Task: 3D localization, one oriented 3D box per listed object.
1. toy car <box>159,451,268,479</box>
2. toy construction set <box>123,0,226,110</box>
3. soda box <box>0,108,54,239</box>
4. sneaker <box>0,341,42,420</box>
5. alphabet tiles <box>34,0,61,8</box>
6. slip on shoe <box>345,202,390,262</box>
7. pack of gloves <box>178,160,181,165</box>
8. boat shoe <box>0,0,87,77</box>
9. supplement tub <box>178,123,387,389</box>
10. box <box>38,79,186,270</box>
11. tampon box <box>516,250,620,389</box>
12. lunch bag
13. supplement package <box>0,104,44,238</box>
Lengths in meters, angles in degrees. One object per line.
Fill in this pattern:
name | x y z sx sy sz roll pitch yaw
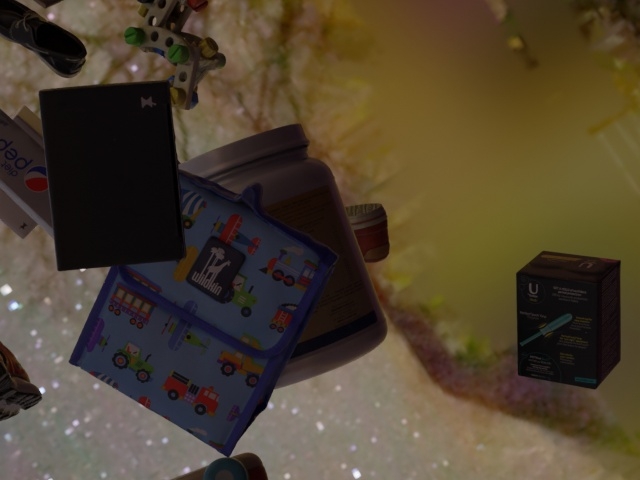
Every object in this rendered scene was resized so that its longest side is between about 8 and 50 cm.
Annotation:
toy car | -0.164 0.487 1.877 0.219 0.210 0.238 60 -170 -80
toy construction set | -0.186 -0.387 1.829 0.215 0.328 0.151 45 -171 26
soda box | -0.502 -0.119 1.921 0.286 0.091 0.098 42 164 8
sneaker | -0.486 0.174 1.588 0.118 0.107 0.279 58 173 20
alphabet tiles | -0.436 -0.431 1.654 0.237 0.009 0.198 35 -145 3
slip on shoe | 0.000 0.000 2.024 0.123 0.331 0.101 -24 -77 -38
pack of gloves | -0.247 -0.076 1.964 0.232 0.046 0.195 39 159 -31
boat shoe | -0.549 -0.407 2.179 0.233 0.084 0.079 35 155 -9
supplement tub | -0.062 0.023 1.529 0.228 0.228 0.316 -24 -86 -79
box | -0.185 -0.063 1.017 0.207 0.108 0.153 -153 58 -79
tampon box | 0.351 0.109 1.612 0.101 0.120 0.161 -30 -58 -52
lunch bag | -0.122 0.059 1.307 0.221 0.293 0.138 29 -154 6
supplement package | -0.597 -0.144 2.296 0.177 0.175 0.293 45 179 -16
